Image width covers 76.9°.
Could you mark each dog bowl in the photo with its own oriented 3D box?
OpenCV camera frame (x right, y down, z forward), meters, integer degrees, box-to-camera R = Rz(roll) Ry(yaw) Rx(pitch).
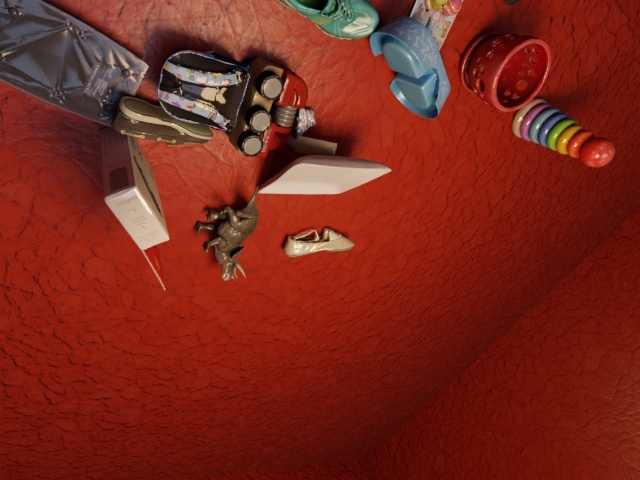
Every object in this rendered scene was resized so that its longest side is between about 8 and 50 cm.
[{"bbox_3d":[0.237,-0.435,1.021,0.074,0.166,0.297,-50,142,1],"label":"dog bowl"}]

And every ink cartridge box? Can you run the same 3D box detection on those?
[{"bbox_3d":[-0.385,-0.080,0.885,0.066,0.296,0.261,-23,136,-10],"label":"ink cartridge box"}]

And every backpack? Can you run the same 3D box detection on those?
[{"bbox_3d":[-0.259,-0.331,0.867,0.174,0.116,0.158,4,125,-33],"label":"backpack"}]

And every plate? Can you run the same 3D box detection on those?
[{"bbox_3d":[0.001,-0.177,1.097,0.278,0.278,0.045,-4,84,-28],"label":"plate"}]

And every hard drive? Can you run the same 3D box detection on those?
[{"bbox_3d":[-0.487,-0.343,0.772,0.255,0.054,0.172,21,115,-41],"label":"hard drive"}]

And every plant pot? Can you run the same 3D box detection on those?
[{"bbox_3d":[0.503,-0.482,1.125,0.191,0.174,0.191,-16,134,-17],"label":"plant pot"}]

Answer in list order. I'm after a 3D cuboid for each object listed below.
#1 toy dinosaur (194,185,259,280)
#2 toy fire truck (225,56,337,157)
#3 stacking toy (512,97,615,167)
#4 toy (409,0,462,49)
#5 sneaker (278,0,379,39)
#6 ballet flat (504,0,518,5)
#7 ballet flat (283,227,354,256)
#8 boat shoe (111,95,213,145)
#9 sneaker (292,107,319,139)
[{"bbox_3d":[-0.248,-0.038,1.152,0.160,0.121,0.313,9,119,-49],"label":"toy dinosaur"},{"bbox_3d":[-0.077,-0.297,0.987,0.247,0.158,0.216,-1,127,-40],"label":"toy fire truck"},{"bbox_3d":[0.789,-0.335,1.300,0.141,0.330,0.141,-16,134,-17],"label":"stacking toy"},{"bbox_3d":[0.310,-0.592,1.006,0.137,0.056,0.237,5,124,-33],"label":"toy"},{"bbox_3d":[0.018,-0.506,0.877,0.276,0.110,0.107,4,125,-33],"label":"sneaker"},{"bbox_3d":[0.529,-0.727,0.984,0.096,0.096,0.280,-15,133,-18],"label":"ballet flat"},{"bbox_3d":[0.000,0.000,1.334,0.249,0.086,0.086,-8,131,-22],"label":"ballet flat"},{"bbox_3d":[-0.346,-0.252,0.899,0.068,0.081,0.228,-45,153,26],"label":"boat shoe"},{"bbox_3d":[-0.036,-0.303,1.073,0.069,0.038,0.098,-4,129,-26],"label":"sneaker"}]
